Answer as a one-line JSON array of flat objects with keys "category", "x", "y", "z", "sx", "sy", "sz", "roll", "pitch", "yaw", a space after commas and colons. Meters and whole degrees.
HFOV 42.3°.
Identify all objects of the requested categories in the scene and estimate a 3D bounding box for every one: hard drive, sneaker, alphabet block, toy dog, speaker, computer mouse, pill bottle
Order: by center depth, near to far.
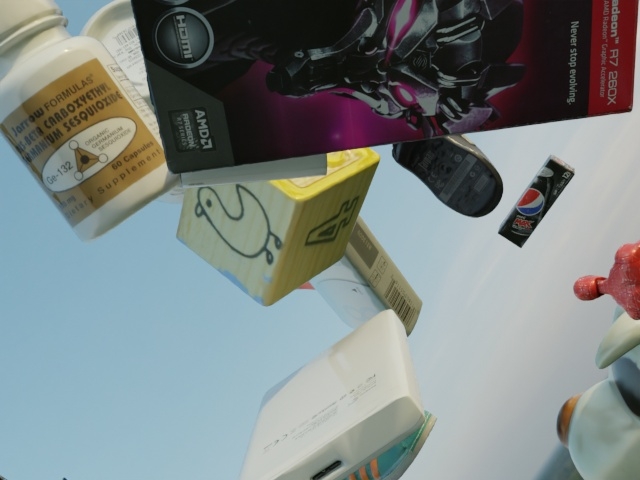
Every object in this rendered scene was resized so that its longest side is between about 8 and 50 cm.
[{"category": "speaker", "x": -0.062, "y": -0.081, "z": 0.763, "sx": 0.136, "sy": 0.055, "sz": 0.055, "roll": -6, "pitch": -34, "yaw": -6}, {"category": "pill bottle", "x": -0.241, "y": -0.122, "z": 0.796, "sx": 0.131, "sy": 0.229, "sz": 0.131, "roll": -34, "pitch": 9, "yaw": 6}, {"category": "hard drive", "x": 0.011, "y": 0.206, "z": 1.022, "sx": 0.233, "sy": 0.047, "sz": 0.353, "roll": -35, "pitch": 7, "yaw": 7}, {"category": "alphabet block", "x": -0.062, "y": -0.061, "z": 1.166, "sx": 0.193, "sy": 0.192, "sz": 0.197, "roll": -34, "pitch": -28, "yaw": -45}, {"category": "computer mouse", "x": 0.177, "y": -0.166, "z": 1.204, "sx": 0.060, "sy": 0.262, "sz": 0.184, "roll": -31, "pitch": -28, "yaw": -55}, {"category": "toy dog", "x": 0.526, "y": 0.229, "z": 1.220, "sx": 0.395, "sy": 0.284, "sz": 0.407, "roll": -15, "pitch": -45, "yaw": -38}, {"category": "sneaker", "x": 0.081, "y": 0.378, "z": 1.467, "sx": 0.302, "sy": 0.121, "sz": 0.108, "roll": -51, "pitch": -4, "yaw": 33}]

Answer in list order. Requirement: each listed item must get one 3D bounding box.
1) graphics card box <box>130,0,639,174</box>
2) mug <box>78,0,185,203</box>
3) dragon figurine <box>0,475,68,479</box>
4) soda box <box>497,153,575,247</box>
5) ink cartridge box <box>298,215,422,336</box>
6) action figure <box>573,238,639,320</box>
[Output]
[{"category": "graphics card box", "x": 0.047, "y": -0.191, "z": 0.618, "sx": 0.094, "sy": 0.371, "sz": 0.232, "roll": -95, "pitch": -2, "yaw": -61}, {"category": "mug", "x": -0.303, "y": -0.220, "z": 1.337, "sx": 0.374, "sy": 0.276, "sz": 0.328, "roll": -19, "pitch": -14, "yaw": -3}, {"category": "dragon figurine", "x": -0.378, "y": 0.377, "z": 1.118, "sx": 0.085, "sy": 0.144, "sz": 0.289, "roll": -90, "pitch": 0, "yaw": -57}, {"category": "soda box", "x": 0.394, "y": -0.072, "z": 1.512, "sx": 0.169, "sy": 0.053, "sz": 0.060, "roll": -59, "pitch": -6, "yaw": 21}, {"category": "ink cartridge box", "x": -0.032, "y": 0.052, "z": 1.617, "sx": 0.308, "sy": 0.385, "sz": 0.091, "roll": 51, "pitch": -125, "yaw": -38}, {"category": "action figure", "x": 0.406, "y": 0.020, "z": 0.869, "sx": 0.139, "sy": 0.280, "sz": 0.091, "roll": -38, "pitch": -65, "yaw": -75}]
